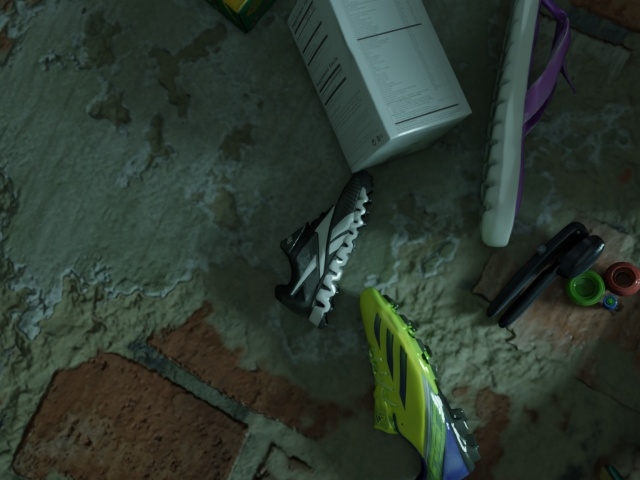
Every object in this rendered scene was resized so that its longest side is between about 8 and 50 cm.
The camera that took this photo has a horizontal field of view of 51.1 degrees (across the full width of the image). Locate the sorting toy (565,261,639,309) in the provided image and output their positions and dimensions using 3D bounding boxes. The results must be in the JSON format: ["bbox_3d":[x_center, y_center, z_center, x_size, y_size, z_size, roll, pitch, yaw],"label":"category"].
[{"bbox_3d":[0.398,0.068,0.939,0.102,0.042,0.061,-15,69,15],"label":"sorting toy"}]

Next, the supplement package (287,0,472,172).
[{"bbox_3d":[0.075,-0.241,0.915,0.139,0.134,0.244,-20,84,-23],"label":"supplement package"}]

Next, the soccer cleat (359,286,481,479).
[{"bbox_3d":[0.111,0.205,0.923,0.121,0.093,0.289,-28,84,9],"label":"soccer cleat"}]

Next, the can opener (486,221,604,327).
[{"bbox_3d":[0.306,0.047,0.936,0.186,0.073,0.059,-41,92,10],"label":"can opener"}]

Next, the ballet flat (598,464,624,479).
[{"bbox_3d":[0.429,0.413,0.892,0.073,0.080,0.232,-38,82,16],"label":"ballet flat"}]

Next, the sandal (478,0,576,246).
[{"bbox_3d":[0.288,-0.195,0.905,0.102,0.169,0.416,9,99,8],"label":"sandal"}]

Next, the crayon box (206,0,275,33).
[{"bbox_3d":[-0.088,-0.473,0.990,0.165,0.081,0.278,40,90,6],"label":"crayon box"}]

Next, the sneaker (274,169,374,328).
[{"bbox_3d":[0.000,0.000,0.952,0.106,0.078,0.234,21,90,3],"label":"sneaker"}]
